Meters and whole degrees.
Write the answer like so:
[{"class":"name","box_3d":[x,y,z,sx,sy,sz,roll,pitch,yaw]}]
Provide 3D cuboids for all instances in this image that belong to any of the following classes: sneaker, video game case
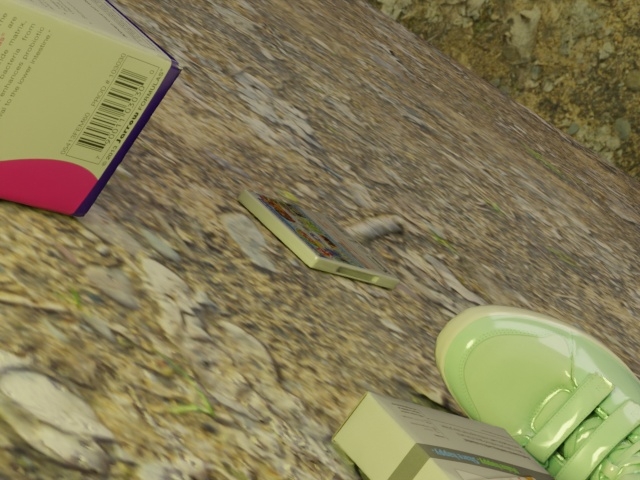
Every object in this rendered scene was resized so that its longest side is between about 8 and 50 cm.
[{"class":"sneaker","box_3d":[0.184,0.134,1.113,0.256,0.094,0.151,37,6,-2]},{"class":"video game case","box_3d":[0.000,0.000,1.344,0.087,0.011,0.122,43,14,30]}]

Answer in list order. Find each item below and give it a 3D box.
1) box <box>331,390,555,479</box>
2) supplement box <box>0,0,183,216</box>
[{"class":"box","box_3d":[0.109,0.161,0.960,0.145,0.038,0.186,20,20,-50]},{"class":"supplement box","box_3d":[-0.197,-0.101,0.952,0.114,0.111,0.220,41,13,28]}]
